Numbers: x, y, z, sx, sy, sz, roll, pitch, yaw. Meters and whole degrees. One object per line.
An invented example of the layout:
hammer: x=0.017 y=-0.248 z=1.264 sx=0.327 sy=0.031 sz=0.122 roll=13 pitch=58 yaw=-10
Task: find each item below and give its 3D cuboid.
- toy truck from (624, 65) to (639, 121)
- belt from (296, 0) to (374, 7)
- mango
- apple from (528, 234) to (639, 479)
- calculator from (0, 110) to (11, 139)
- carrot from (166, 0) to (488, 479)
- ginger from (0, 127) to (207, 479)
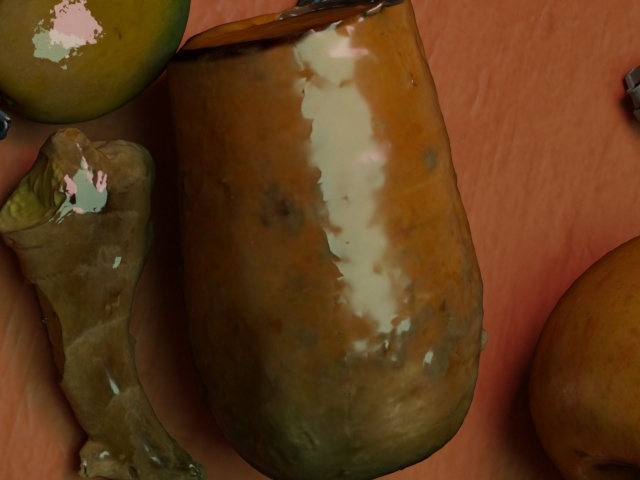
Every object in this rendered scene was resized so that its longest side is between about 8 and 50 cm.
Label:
toy truck: x=0.404 y=-0.161 z=1.673 sx=0.256 sy=0.108 sz=0.140 roll=-39 pitch=94 yaw=-26
belt: x=0.024 y=-0.173 z=1.448 sx=0.100 sy=0.065 sz=0.179 roll=28 pitch=73 yaw=-18
mango: x=-0.169 y=-0.161 z=1.308 sx=0.130 sy=0.092 sz=0.195 roll=51 pitch=54 yaw=-18
apple: x=0.330 y=0.123 z=1.490 sx=0.275 sy=0.299 sz=0.299 roll=-44 pitch=110 yaw=-22
calculator: x=-0.261 y=-0.065 z=1.248 sx=0.094 sy=0.019 sz=0.141 roll=2 pitch=95 yaw=11
carrot: x=0.000 y=0.000 z=1.313 sx=0.224 sy=0.224 sz=0.341 roll=-19 pitch=105 yaw=-33
ginger: x=-0.152 y=0.057 z=1.310 sx=0.131 sy=0.086 sz=0.295 roll=-29 pitch=111 yaw=-41
